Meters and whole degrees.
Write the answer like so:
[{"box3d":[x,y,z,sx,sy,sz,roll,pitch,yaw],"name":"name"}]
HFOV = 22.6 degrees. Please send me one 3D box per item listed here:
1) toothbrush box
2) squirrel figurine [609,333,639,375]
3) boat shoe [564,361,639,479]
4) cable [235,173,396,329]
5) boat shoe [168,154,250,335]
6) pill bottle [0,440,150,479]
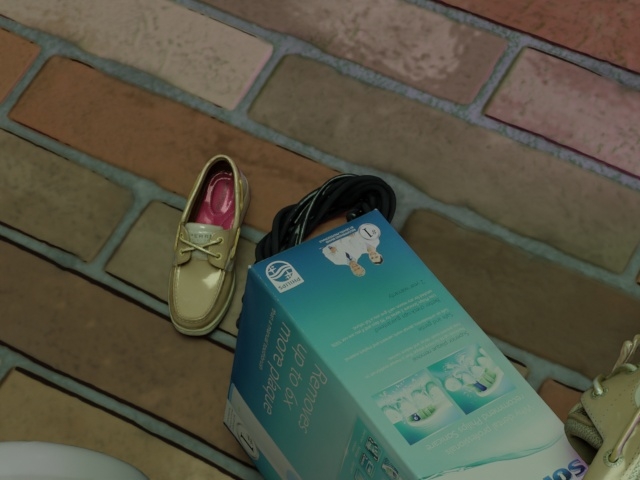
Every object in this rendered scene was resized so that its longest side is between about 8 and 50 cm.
[{"box3d":[0.064,0.161,1.196,0.126,0.216,0.295,-25,60,-27],"name":"toothbrush box"},{"box3d":[0.393,0.146,1.152,0.370,0.281,0.397,-39,60,-8],"name":"squirrel figurine"},{"box3d":[0.207,0.124,1.031,0.098,0.109,0.302,21,70,14],"name":"boat shoe"},{"box3d":[0.000,0.000,1.366,0.047,0.150,0.184,45,51,-18],"name":"cable"},{"box3d":[-0.103,0.000,1.414,0.063,0.059,0.170,4,61,9],"name":"boat shoe"},{"box3d":[-0.213,0.367,1.118,0.229,0.229,0.407,-9,60,2],"name":"pill bottle"}]
